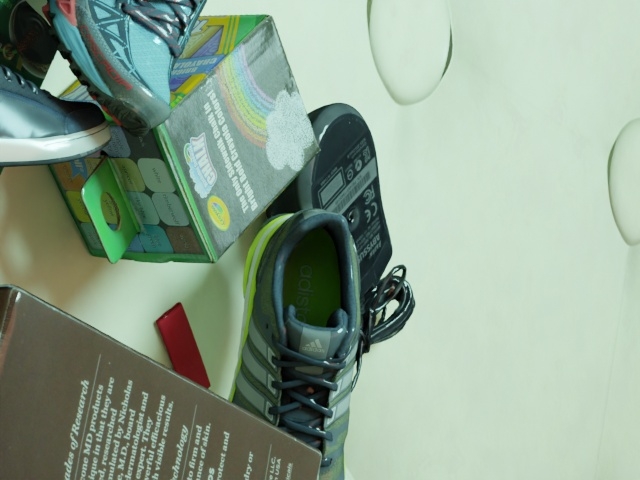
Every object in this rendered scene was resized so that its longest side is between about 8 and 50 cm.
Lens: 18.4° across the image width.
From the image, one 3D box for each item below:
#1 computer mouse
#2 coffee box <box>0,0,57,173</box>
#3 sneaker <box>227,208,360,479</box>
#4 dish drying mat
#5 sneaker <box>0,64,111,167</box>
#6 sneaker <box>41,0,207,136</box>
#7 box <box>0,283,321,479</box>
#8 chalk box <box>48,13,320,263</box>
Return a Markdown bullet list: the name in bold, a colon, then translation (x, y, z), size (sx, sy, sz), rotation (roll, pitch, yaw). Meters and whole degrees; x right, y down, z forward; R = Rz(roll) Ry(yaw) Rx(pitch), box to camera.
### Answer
- **computer mouse**: translation (0.000, 0.000, 1.753), size (0.188, 0.072, 0.272), rotation (-43, 135, -42)
- **coffee box**: translation (-0.260, -0.102, 1.409), size (0.113, 0.040, 0.184), rotation (48, 54, -43)
- **sneaker**: translation (-0.021, 0.110, 1.575), size (0.121, 0.111, 0.300), rotation (122, -30, -73)
- **dish drying mat**: translation (-0.114, 0.094, 1.644), size (0.032, 0.008, 0.083), rotation (-44, 126, -43)
- **sneaker**: translation (-0.232, -0.129, 1.341), size (0.226, 0.086, 0.163), rotation (-8, 97, -50)
- **sneaker**: translation (-0.129, -0.193, 1.433), size (0.104, 0.125, 0.262), rotation (46, 25, -47)
- **box**: translation (-0.179, 0.157, 1.387), size (0.381, 0.191, 0.143), rotation (37, 57, -50)
- **chalk box**: translation (-0.122, -0.067, 1.526), size (0.213, 0.132, 0.132), rotation (-47, 128, -41)
